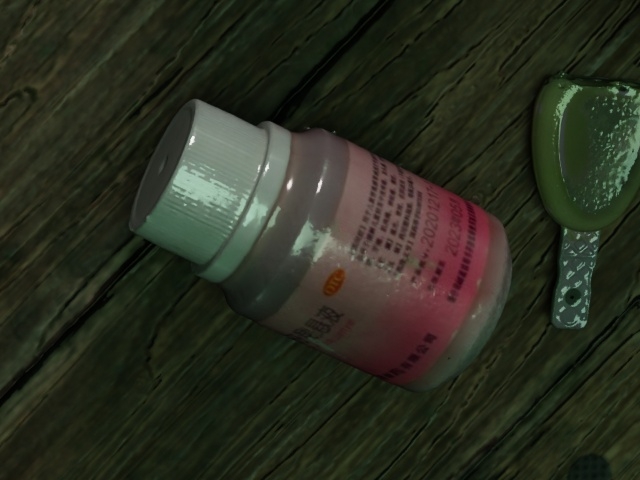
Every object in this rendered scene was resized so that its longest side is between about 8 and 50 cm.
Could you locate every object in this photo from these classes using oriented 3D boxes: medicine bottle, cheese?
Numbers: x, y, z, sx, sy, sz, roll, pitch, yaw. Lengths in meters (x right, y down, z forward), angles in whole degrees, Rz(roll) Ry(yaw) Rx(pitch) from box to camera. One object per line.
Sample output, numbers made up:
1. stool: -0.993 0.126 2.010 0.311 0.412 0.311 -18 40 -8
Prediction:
1. medicine bottle: 0.000 0.000 1.139 0.247 0.147 0.147 25 98 -17
2. cheese: 0.195 -0.027 1.228 0.097 0.037 0.192 3 105 -11
